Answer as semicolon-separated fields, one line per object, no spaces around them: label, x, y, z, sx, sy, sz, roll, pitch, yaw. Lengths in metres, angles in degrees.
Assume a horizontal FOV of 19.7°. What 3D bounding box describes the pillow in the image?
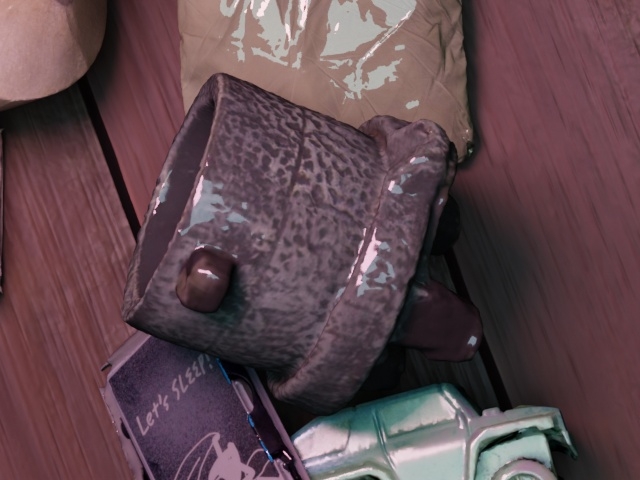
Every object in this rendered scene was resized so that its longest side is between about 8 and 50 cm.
pillow;-0.001;-0.195;1.751;0.280;0.076;0.274;-5;101;0

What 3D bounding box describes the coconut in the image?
coconut;-0.309;-0.225;1.716;0.241;0.241;0.241;0;88;5

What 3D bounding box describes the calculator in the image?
calculator;-0.113;0.183;1.721;0.165;0.028;0.274;-43;56;22

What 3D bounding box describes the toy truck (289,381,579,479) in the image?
toy truck;0.100;0.220;1.715;0.278;0.155;0.156;-16;79;4

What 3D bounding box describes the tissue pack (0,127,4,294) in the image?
tissue pack;-0.430;-0.030;1.805;0.235;0.073;0.173;1;90;5

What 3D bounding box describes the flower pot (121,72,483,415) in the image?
flower pot;0.000;0.000;1.631;0.282;0.299;0.299;22;90;-13
